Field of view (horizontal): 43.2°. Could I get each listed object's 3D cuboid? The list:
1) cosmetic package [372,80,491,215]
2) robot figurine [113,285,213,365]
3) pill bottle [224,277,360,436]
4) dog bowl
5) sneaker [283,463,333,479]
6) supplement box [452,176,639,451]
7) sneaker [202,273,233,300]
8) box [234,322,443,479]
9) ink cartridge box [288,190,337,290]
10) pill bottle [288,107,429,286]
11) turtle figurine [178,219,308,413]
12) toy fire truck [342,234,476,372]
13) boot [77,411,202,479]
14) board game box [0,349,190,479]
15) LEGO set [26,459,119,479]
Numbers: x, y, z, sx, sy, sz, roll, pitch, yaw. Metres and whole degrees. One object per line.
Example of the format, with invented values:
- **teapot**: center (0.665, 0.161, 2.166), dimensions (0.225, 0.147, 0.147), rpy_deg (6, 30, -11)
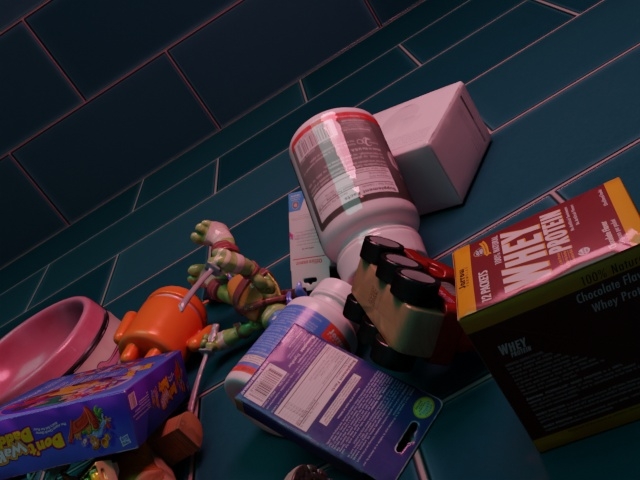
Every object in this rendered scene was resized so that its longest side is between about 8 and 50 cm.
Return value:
- **cosmetic package**: center (0.167, -0.153, 1.496), dimensions (0.224, 0.138, 0.224), rpy_deg (-16, 27, 37)
- **robot figurine**: center (-0.284, 0.171, 1.482), dimensions (0.158, 0.128, 0.219), rpy_deg (-28, 23, 34)
- **pill bottle**: center (-0.024, 0.158, 1.152), dimensions (0.124, 0.124, 0.221), rpy_deg (-5, 37, 50)
- **dog bowl**: center (-0.555, 0.274, 1.612), dimensions (0.408, 0.150, 0.408), rpy_deg (-29, 22, 13)
- **sneaker**: center (-0.049, 0.371, 0.825), dimensions (0.122, 0.110, 0.283), rpy_deg (-42, 13, 31)
- **supplement box**: center (0.264, 0.078, 0.826), dimensions (0.191, 0.194, 0.129), rpy_deg (-26, 24, 20)
- **sneaker**: center (-0.194, 0.095, 1.614), dimensions (0.144, 0.059, 0.053), rpy_deg (-25, 51, 60)
- **box**: center (0.023, 0.206, 1.007), dimensions (0.225, 0.036, 0.136), rpy_deg (25, 54, 24)
- **ink cartridge box**: center (0.000, 0.000, 1.447), dimensions (0.062, 0.181, 0.104), rpy_deg (5, -9, -43)
- **pill bottle**: center (0.062, -0.059, 1.286), dimensions (0.161, 0.161, 0.283), rpy_deg (-28, 58, 14)
- **turtle figurine**: center (-0.183, 0.089, 1.370), dimensions (0.275, 0.197, 0.266), rpy_deg (-33, 38, -10)
- **toy fire truck**: center (0.181, 0.075, 1.062), dimensions (0.217, 0.246, 0.158), rpy_deg (-127, 51, -69)
- **boot**: center (-0.279, 0.374, 1.124), dimensions (0.211, 0.104, 0.295), rpy_deg (-33, 17, 18)
- **board game box**: center (-0.346, 0.251, 1.204), dimensions (0.233, 0.078, 0.347), rpy_deg (-13, 1, 2)
- **LEGO set**: center (-0.379, 0.348, 1.105), dimensions (0.287, 0.107, 0.132), rpy_deg (-18, 50, 57)
